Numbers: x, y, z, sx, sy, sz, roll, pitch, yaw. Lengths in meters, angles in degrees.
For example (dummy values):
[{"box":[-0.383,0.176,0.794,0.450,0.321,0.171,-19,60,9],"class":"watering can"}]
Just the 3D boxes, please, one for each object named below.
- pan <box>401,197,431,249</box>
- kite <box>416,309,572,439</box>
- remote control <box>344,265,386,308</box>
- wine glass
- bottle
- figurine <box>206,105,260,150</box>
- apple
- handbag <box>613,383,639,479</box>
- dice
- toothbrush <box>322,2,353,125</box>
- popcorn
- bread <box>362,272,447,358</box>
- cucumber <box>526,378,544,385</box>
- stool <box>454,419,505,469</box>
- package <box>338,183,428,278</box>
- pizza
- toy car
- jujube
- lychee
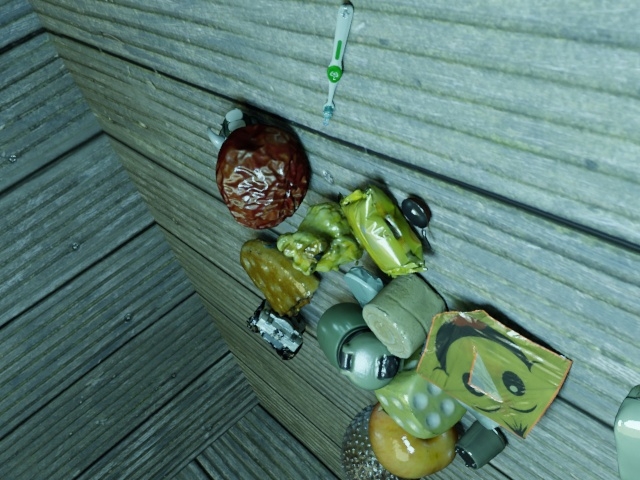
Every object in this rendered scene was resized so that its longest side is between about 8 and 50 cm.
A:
[{"box":[0.196,-0.036,1.303,0.068,0.023,0.115,12,133,58],"class":"pan"},{"box":[0.347,0.276,1.365,0.378,0.013,0.327,-13,110,46],"class":"kite"},{"box":[0.125,0.132,1.616,0.104,0.052,0.247,29,165,28],"class":"remote control"},{"box":[0.326,0.310,1.491,0.222,0.103,0.103,51,159,2],"class":"wine glass"},{"box":[0.097,0.266,1.687,0.168,0.169,0.347,56,175,-12],"class":"bottle"},{"box":[-0.204,-0.252,1.650,0.192,0.126,0.147,94,152,-76],"class":"figurine"},{"box":[0.251,0.518,1.822,0.242,0.242,0.241,50,159,4],"class":"apple"},{"box":[0.603,0.352,0.999,0.315,0.109,0.241,22,146,46],"class":"handbag"},{"box":[0.249,0.368,1.650,0.166,0.169,0.169,55,159,-11],"class":"dice"},{"box":[0.027,-0.309,1.210,0.030,0.030,0.304,45,156,17],"class":"toothbrush"},{"box":[0.001,0.006,1.534,0.174,0.195,0.168,35,146,27],"class":"popcorn"},{"box":[0.188,0.159,1.480,0.148,0.141,0.134,52,155,-5],"class":"bread"},{"box":[0.393,0.269,1.376,0.168,0.039,0.039,1,126,58],"class":"cucumber"},{"box":[0.391,0.502,1.657,0.096,0.110,0.096,47,162,21],"class":"stool"},{"box":[0.126,-0.017,1.388,0.226,0.090,0.168,57,161,-7],"class":"package"},{"box":[-0.123,0.114,2.076,0.409,0.114,0.277,18,140,57],"class":"pizza"},{"box":[-0.138,0.276,2.257,0.193,0.118,0.301,36,-168,-3],"class":"toy car"},{"box":[-0.134,-0.143,1.547,0.213,0.213,0.232,36,153,36],"class":"jujube"},{"box":[0.188,0.649,2.078,0.300,0.300,0.300,42,157,23],"class":"lychee"}]
